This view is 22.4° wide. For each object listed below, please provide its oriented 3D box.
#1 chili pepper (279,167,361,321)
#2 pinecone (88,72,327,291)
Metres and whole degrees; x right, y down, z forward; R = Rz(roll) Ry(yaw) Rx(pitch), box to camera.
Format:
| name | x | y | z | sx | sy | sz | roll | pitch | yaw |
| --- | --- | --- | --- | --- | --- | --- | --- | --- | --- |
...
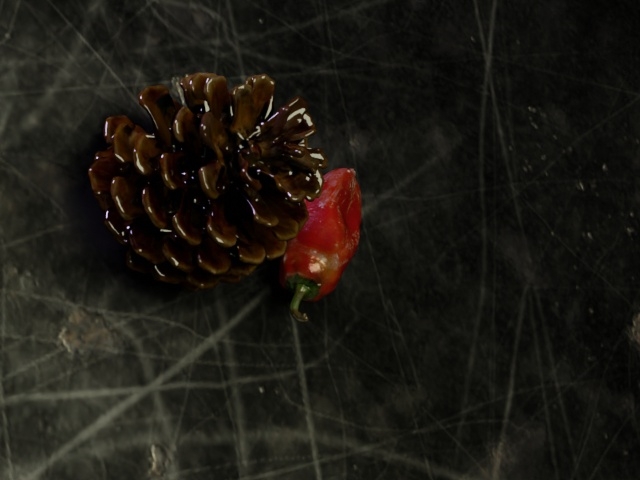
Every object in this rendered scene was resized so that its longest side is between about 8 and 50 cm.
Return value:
| name | x | y | z | sx | sy | sz | roll | pitch | yaw |
| --- | --- | --- | --- | --- | --- | --- | --- | --- | --- |
| chili pepper | -0.001 | 0.000 | 1.302 | 0.059 | 0.050 | 0.191 | 40 | 40 | -15 |
| pinecone | -0.071 | -0.052 | 1.190 | 0.163 | 0.165 | 0.163 | 24 | 55 | -40 |
